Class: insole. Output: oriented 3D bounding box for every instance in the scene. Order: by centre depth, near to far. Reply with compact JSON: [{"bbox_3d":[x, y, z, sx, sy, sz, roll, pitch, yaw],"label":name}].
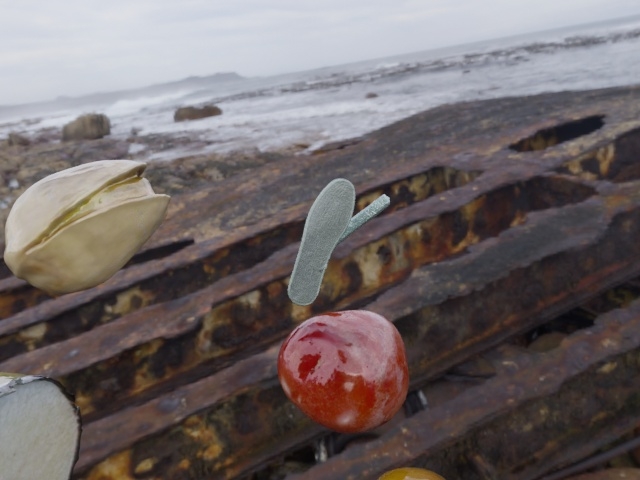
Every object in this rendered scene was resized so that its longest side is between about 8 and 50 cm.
[{"bbox_3d":[0.000,0.000,1.050,0.080,0.232,0.003,26,-10,-25],"label":"insole"}]

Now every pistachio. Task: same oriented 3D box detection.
[{"bbox_3d":[-0.453,-0.034,1.204,0.321,0.229,0.238,-34,5,-19],"label":"pistachio"}]

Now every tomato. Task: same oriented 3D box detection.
[{"bbox_3d":[0.035,0.169,0.853,0.186,0.152,0.187,0,18,0],"label":"tomato"}]

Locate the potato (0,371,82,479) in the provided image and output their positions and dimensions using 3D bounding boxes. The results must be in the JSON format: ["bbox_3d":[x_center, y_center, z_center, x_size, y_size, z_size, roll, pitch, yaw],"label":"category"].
[{"bbox_3d":[-0.352,0.219,0.479,0.196,0.247,0.300,15,61,16],"label":"potato"}]

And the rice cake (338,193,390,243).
[{"bbox_3d":[0.070,-0.035,1.244,0.170,0.029,0.033,-38,-5,11],"label":"rice cake"}]

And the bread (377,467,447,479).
[{"bbox_3d":[0.036,0.390,0.553,0.245,0.329,0.424,-13,-2,8],"label":"bread"}]
